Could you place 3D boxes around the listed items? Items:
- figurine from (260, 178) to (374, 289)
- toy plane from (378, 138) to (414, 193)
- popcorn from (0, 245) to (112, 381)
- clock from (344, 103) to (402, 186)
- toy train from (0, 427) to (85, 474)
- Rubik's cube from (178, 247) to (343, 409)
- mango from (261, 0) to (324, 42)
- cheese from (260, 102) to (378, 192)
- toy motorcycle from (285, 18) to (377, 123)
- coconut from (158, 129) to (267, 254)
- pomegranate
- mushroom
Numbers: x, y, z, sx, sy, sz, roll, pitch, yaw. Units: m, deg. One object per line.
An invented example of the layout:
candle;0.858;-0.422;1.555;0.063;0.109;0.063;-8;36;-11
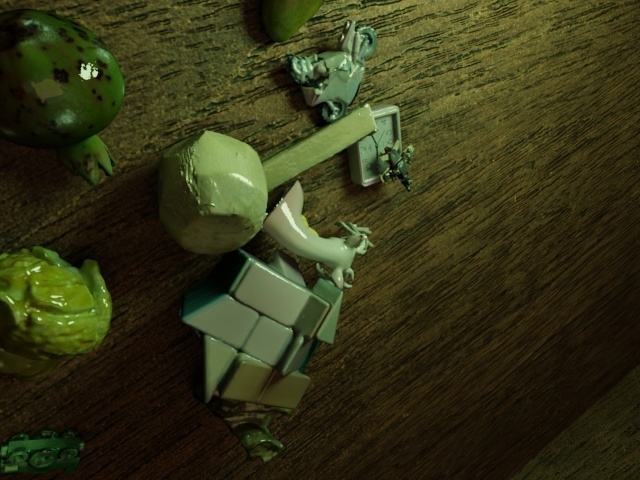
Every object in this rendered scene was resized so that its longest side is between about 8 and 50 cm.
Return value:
figurine;0.010;-0.009;1.141;0.315;0.284;0.206;42;93;-9
toy plane;0.226;-0.190;1.196;0.135;0.062;0.188;-45;124;-8
popcorn;-0.574;0.147;0.868;0.225;0.276;0.277;-27;129;-62
clock;0.152;-0.265;1.202;0.150;0.063;0.197;-20;118;-21
toy train;-0.673;0.518;1.045;0.178;0.071;0.105;12;114;-34
Rubik's cube;-0.154;0.200;1.050;0.368;0.387;0.359;33;87;-17
mango;-0.042;-0.565;0.943;0.133;0.111;0.268;14;107;-45
cheese;-0.037;-0.221;1.093;0.400;0.034;0.085;-31;117;-4
toy motorcycle;0.015;-0.415;1.035;0.203;0.108;0.240;10;104;-32
coconut;-0.234;-0.113;0.939;0.244;0.248;0.245;-11;150;-7
pomegranate;-0.455;-0.252;0.778;0.242;0.242;0.306;-48;145;-5
mushroom;-0.206;0.423;1.153;0.212;0.292;0.218;-40;110;-12
